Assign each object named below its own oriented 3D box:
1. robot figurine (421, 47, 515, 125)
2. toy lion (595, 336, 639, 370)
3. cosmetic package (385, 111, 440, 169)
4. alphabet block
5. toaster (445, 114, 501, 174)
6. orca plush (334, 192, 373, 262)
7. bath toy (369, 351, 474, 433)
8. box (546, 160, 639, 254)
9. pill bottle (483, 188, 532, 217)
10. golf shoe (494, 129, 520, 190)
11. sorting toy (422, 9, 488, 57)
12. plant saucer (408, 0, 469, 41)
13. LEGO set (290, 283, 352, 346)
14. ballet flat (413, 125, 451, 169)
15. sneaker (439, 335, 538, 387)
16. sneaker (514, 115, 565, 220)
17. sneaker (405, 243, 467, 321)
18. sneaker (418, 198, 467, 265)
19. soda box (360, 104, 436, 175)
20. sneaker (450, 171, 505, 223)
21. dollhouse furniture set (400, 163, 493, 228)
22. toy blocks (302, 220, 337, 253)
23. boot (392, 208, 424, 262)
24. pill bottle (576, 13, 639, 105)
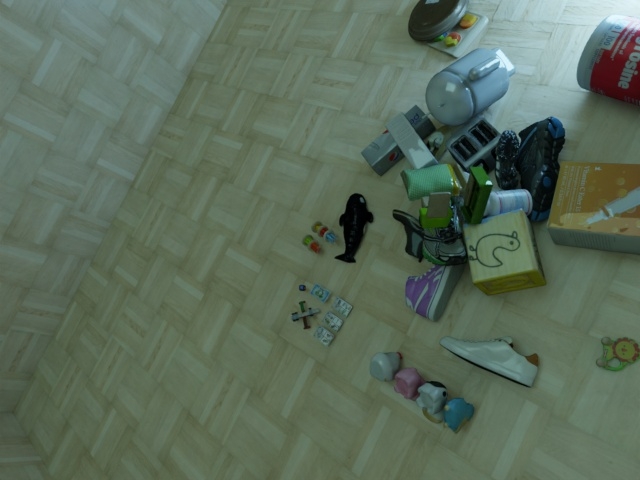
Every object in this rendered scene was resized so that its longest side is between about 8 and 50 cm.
[{"bbox_3d":[0.518,-0.540,1.693,0.353,0.300,0.200,-35,82,-13],"label":"robot figurine"},{"bbox_3d":[0.823,0.313,1.318,0.096,0.034,0.100,15,81,29],"label":"toy lion"},{"bbox_3d":[0.337,-0.343,1.740,0.085,0.117,0.231,-38,66,17],"label":"cosmetic package"},{"bbox_3d":[0.570,0.044,1.486,0.192,0.193,0.197,-17,63,29],"label":"alphabet block"},{"bbox_3d":[0.555,-0.330,1.690,0.168,0.110,0.185,-39,55,15],"label":"toaster"},{"bbox_3d":[0.108,-0.063,1.889,0.151,0.102,0.287,18,83,37],"label":"orca plush"},{"bbox_3d":[0.313,0.469,1.539,0.348,0.129,0.151,28,126,42],"label":"bath toy"},{"bbox_3d":[0.859,-0.088,1.359,0.345,0.168,0.215,9,77,35],"label":"box"},{"bbox_3d":[0.566,-0.111,1.491,0.160,0.087,0.087,-6,64,-6],"label":"pill bottle"},{"bbox_3d":[0.608,-0.264,1.589,0.077,0.094,0.198,3,92,-1],"label":"golf shoe"},{"bbox_3d":[0.541,-0.859,1.946,0.193,0.038,0.208,-50,53,7],"label":"sorting toy"},{"bbox_3d":[0.482,-0.958,1.996,0.278,0.041,0.278,-22,53,32],"label":"plant saucer"},{"bbox_3d":[-0.010,0.278,1.885,0.244,0.060,0.182,30,87,29],"label":"LEGO set"},{"bbox_3d":[0.423,-0.343,1.805,0.080,0.073,0.232,24,86,39],"label":"ballet flat"},{"bbox_3d":[0.518,0.337,1.472,0.290,0.106,0.123,19,80,26],"label":"sneaker"},{"bbox_3d":[0.707,-0.225,1.567,0.139,0.125,0.341,-5,71,63],"label":"sneaker"},{"bbox_3d":[0.382,0.118,1.642,0.161,0.102,0.282,26,87,41],"label":"sneaker"},{"bbox_3d":[0.391,-0.047,1.561,0.134,0.146,0.343,-4,39,-1],"label":"sneaker"},{"bbox_3d":[0.306,-0.394,1.891,0.286,0.091,0.098,-39,55,15],"label":"soda box"},{"bbox_3d":[0.500,-0.140,1.627,0.152,0.114,0.305,-44,49,-19],"label":"sneaker"},{"bbox_3d":[0.380,-0.194,1.502,0.197,0.151,0.301,-4,42,-2],"label":"dollhouse furniture set"},{"bbox_3d":[0.000,0.000,1.948,0.123,0.054,0.148,-56,40,4],"label":"toy blocks"},{"bbox_3d":[0.320,-0.021,1.755,0.198,0.077,0.137,33,97,39],"label":"boot"},{"bbox_3d":[0.996,-0.498,1.386,0.408,0.229,0.229,37,94,37],"label":"pill bottle"}]
